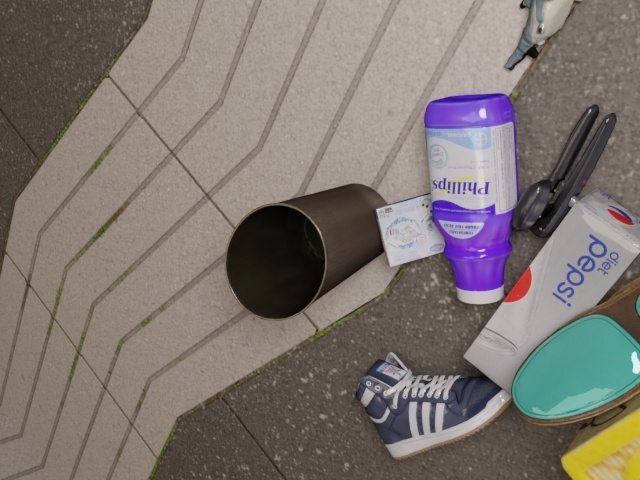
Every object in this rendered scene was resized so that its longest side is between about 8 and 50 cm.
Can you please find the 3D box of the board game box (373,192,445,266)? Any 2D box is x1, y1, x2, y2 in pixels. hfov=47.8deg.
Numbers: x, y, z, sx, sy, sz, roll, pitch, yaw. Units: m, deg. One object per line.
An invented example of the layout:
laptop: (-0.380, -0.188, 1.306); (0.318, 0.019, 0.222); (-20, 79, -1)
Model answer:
board game box: (0.133, -0.016, 1.069); (0.020, 0.090, 0.090); (-142, 37, -79)

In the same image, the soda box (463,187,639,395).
soda box: (0.311, 0.075, 0.960); (0.098, 0.091, 0.286); (40, 126, 19)

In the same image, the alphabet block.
alphabet block: (0.442, 0.248, 0.857); (0.193, 0.197, 0.192); (47, 128, 14)

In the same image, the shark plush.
shark plush: (0.277, -0.286, 0.898); (0.067, 0.073, 0.161); (54, 154, 33)

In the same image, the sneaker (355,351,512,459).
sneaker: (0.166, 0.233, 1.123); (0.282, 0.099, 0.153); (-39, 84, 42)

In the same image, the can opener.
can opener: (0.316, -0.083, 0.921); (0.059, 0.073, 0.186); (40, 115, 20)

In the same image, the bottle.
bottle: (0.209, -0.055, 0.986); (0.118, 0.092, 0.282); (7, 111, 40)

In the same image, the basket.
basket: (0.000, 0.000, 1.077); (0.154, 0.227, 0.204); (53, 130, 8)

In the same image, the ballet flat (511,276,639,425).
ballet flat: (0.383, 0.106, 0.867); (0.342, 0.124, 0.116); (-48, 58, 18)
